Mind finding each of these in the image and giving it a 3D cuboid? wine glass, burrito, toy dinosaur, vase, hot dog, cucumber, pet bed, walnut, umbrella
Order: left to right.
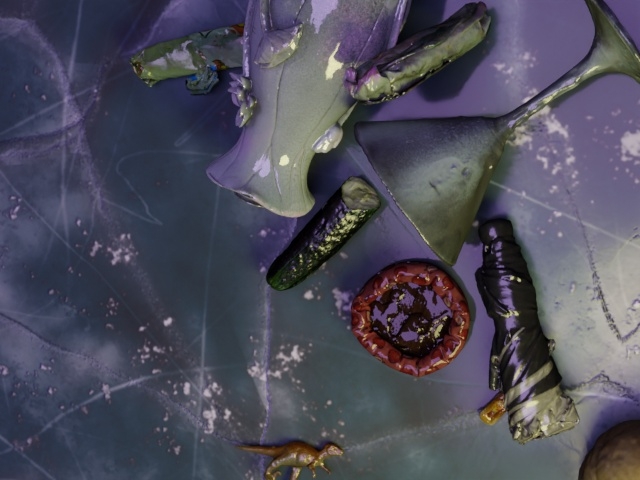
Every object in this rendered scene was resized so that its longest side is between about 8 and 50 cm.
[{"bbox_3d":[-0.190,-0.303,1.869,0.288,0.054,0.104,-8,97,17],"label":"burrito"},{"bbox_3d":[-0.054,0.367,1.923,0.162,0.039,0.126,39,97,14],"label":"toy dinosaur"},{"bbox_3d":[-0.024,-0.261,1.734,0.250,0.250,0.445,27,108,13],"label":"vase"},{"bbox_3d":[-0.001,-0.001,1.837,0.074,0.074,0.241,46,109,7],"label":"cucumber"},{"bbox_3d":[0.151,0.128,1.816,0.201,0.053,0.201,2,100,12],"label":"pet bed"},{"bbox_3d":[0.157,-0.282,1.644,0.096,0.309,0.066,5,122,49],"label":"burrito"},{"bbox_3d":[0.294,0.268,1.797,0.030,0.034,0.090,44,106,7],"label":"hot dog"},{"bbox_3d":[0.282,-0.179,1.636,0.406,0.267,0.267,-36,86,15],"label":"wine glass"},{"bbox_3d":[0.313,0.141,1.748,0.113,0.106,0.358,-12,83,-9],"label":"umbrella"},{"bbox_3d":[0.498,0.392,1.650,0.248,0.248,0.248,2,98,17],"label":"walnut"}]
